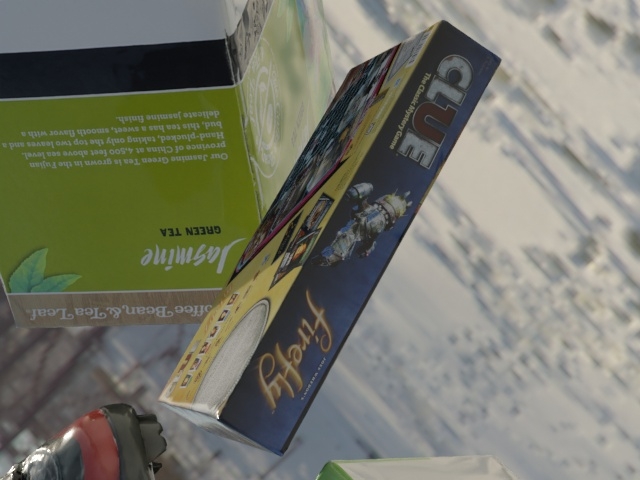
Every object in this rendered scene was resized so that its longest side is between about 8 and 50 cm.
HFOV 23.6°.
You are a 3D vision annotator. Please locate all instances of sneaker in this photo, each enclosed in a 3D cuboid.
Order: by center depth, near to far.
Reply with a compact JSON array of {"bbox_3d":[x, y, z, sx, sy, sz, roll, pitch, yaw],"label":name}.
[{"bbox_3d":[-0.175,0.180,0.850,0.135,0.276,0.097,6,-129,-30],"label":"sneaker"}]

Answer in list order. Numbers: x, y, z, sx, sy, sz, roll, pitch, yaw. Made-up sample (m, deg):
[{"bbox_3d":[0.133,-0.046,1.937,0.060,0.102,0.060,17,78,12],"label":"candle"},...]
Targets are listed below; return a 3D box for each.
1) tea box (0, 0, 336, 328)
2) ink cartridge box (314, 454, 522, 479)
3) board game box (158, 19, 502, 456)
[{"bbox_3d":[-0.129,-0.155,1.186,0.329,0.220,0.323,-77,-18,-53],"label":"tea box"},{"bbox_3d":[0.003,0.302,0.919,0.119,0.353,0.207,40,-164,31],"label":"ink cartridge box"},{"bbox_3d":[0.000,0.000,0.870,0.042,0.243,0.165,32,169,-13],"label":"board game box"}]
